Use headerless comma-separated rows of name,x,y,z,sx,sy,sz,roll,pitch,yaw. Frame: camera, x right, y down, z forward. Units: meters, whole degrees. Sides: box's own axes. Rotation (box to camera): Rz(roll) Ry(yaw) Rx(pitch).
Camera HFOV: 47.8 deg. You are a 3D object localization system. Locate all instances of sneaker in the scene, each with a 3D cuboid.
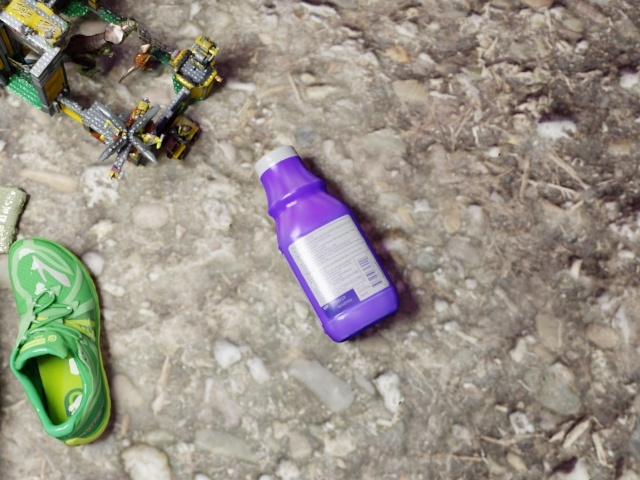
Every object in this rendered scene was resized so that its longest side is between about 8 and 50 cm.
sneaker,-0.351,0.126,0.967,0.109,0.123,0.295,-19,78,-6

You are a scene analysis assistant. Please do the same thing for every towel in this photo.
towel,-0.510,-0.038,1.048,0.148,0.027,0.110,10,78,0

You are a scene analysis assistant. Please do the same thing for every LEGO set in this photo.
LEGO set,-0.298,-0.259,0.989,0.331,0.192,0.255,42,74,-5

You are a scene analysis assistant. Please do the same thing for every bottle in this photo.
bottle,0.000,0.000,1.023,0.118,0.092,0.283,-29,80,-9

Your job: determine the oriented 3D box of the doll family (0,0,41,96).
doll family,-0.479,-0.313,1.086,0.111,0.076,0.193,0,71,-22
